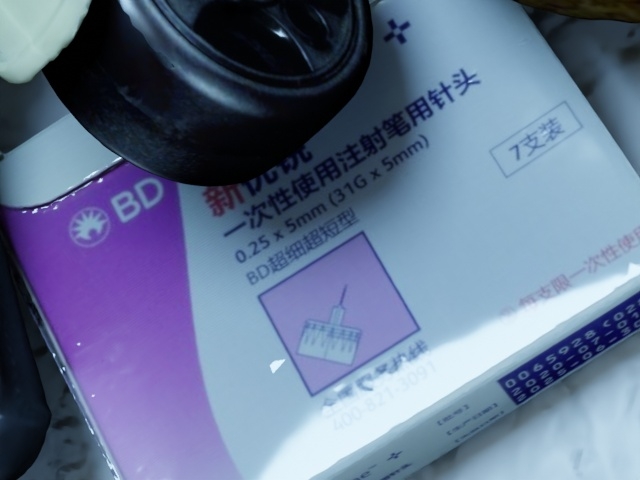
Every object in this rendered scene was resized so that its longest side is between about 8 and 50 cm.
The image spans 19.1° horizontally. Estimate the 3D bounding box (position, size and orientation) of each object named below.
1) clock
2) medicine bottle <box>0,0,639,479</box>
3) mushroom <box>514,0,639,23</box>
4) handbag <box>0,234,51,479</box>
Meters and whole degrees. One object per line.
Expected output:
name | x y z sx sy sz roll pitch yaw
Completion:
clock | -0.113 -0.210 0.615 0.120 0.276 0.379 -41 41 40
medicine bottle | 0.000 0.000 0.647 0.201 0.052 0.171 -32 66 6
mushroom | 0.166 -0.215 0.568 0.345 0.239 0.345 0 52 0
handbag | -0.256 -0.031 0.610 0.178 0.275 0.302 -28 73 46
